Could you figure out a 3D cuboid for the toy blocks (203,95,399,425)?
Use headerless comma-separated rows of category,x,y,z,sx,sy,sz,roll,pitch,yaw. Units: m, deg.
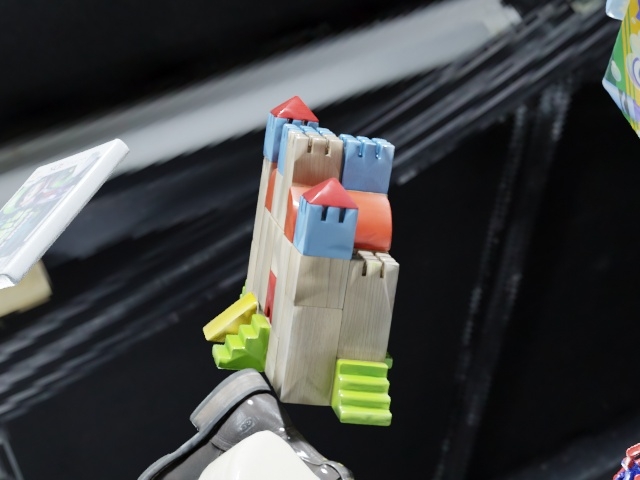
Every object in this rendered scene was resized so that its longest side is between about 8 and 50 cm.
toy blocks,0.000,0.000,1.527,0.190,0.381,0.261,6,-78,-12

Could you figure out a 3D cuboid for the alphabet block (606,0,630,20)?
alphabet block,0.456,-0.353,1.719,0.197,0.193,0.192,16,-36,-1

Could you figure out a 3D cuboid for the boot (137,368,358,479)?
boot,-0.062,0.277,1.443,0.091,0.229,0.263,-1,-50,-54

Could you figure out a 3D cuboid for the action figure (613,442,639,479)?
action figure,0.251,0.194,1.197,0.030,0.038,0.115,-16,-24,-7

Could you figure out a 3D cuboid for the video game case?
video game case,-0.293,-0.019,1.504,0.173,0.022,0.190,-13,35,51

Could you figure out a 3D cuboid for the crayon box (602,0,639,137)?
crayon box,0.350,-0.156,1.277,0.083,0.203,0.323,-23,-24,-12

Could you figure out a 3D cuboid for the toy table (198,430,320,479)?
toy table,0.028,0.193,0.395,0.252,0.274,0.161,-23,13,36
